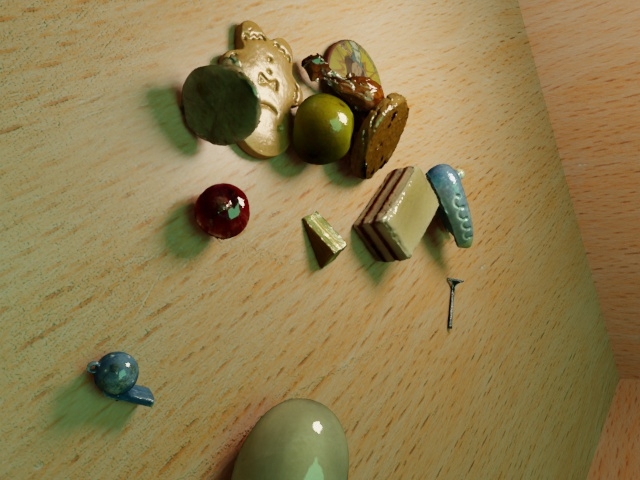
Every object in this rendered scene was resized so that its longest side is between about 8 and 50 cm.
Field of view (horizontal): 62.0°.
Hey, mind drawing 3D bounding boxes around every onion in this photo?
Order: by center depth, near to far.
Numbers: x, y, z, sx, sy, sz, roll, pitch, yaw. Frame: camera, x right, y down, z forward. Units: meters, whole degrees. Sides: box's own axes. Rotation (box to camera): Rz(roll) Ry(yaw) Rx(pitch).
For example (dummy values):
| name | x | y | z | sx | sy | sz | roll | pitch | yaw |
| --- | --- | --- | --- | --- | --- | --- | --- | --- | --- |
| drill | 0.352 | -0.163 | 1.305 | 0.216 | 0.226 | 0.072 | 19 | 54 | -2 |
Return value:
| name | x | y | z | sx | sy | sz | roll | pitch | yaw |
| --- | --- | --- | --- | --- | --- | --- | --- | --- | --- |
| onion | -0.226 | -0.066 | 1.225 | 0.131 | 0.131 | 0.131 | 9 | 78 | -46 |

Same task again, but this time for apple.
| name | x | y | z | sx | sy | sz | roll | pitch | yaw |
| --- | --- | --- | --- | --- | --- | --- | --- | --- | --- |
| apple | 0.009 | -0.305 | 1.461 | 0.196 | 0.156 | 0.196 | 9 | 90 | -85 |

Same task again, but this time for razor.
| name | x | y | z | sx | sy | sz | roll | pitch | yaw |
| --- | --- | --- | --- | --- | --- | --- | --- | --- | --- |
| razor | 0.498 | 0.238 | 2.011 | 0.066 | 0.033 | 0.190 | 9 | 76 | 0 |

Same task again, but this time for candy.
| name | x | y | z | sx | sy | sz | roll | pitch | yaw |
| --- | --- | --- | --- | --- | --- | --- | --- | --- | --- |
| candy | 0.257 | -0.088 | 1.729 | 0.321 | 0.135 | 0.179 | -53 | 122 | -37 |

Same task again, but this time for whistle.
| name | x | y | z | sx | sy | sz | roll | pitch | yaw |
| --- | --- | --- | --- | --- | --- | --- | --- | --- | --- |
| whistle | -0.381 | 0.264 | 1.038 | 0.158 | 0.090 | 0.090 | 30 | 63 | -40 |

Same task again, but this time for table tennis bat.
| name | x | y | z | sx | sy | sz | roll | pitch | yaw |
| --- | --- | --- | --- | --- | --- | --- | --- | --- | --- |
| table tennis bat | 0.096 | -0.442 | 1.675 | 0.268 | 0.051 | 0.415 | 26 | 63 | -39 |

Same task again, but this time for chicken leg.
| name | x | y | z | sx | sy | sz | roll | pitch | yaw |
| --- | --- | --- | --- | --- | --- | --- | --- | --- | --- |
| chicken leg | 0.073 | -0.457 | 1.572 | 0.304 | 0.093 | 0.113 | 18 | 80 | -33 |

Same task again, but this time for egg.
| name | x | y | z | sx | sy | sz | roll | pitch | yaw |
| --- | --- | --- | --- | --- | --- | --- | --- | --- | --- |
| egg | -0.069 | 0.533 | 1.200 | 0.258 | 0.258 | 0.352 | 42 | 61 | -35 |

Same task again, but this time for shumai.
| name | x | y | z | sx | sy | sz | roll | pitch | yaw |
| --- | --- | --- | --- | --- | --- | --- | --- | --- | --- |
| shumai | -0.223 | -0.328 | 1.245 | 0.201 | 0.201 | 0.120 | 63 | 22 | -19 |

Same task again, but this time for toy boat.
| name | x | y | z | sx | sy | sz | roll | pitch | yaw |
| --- | --- | --- | --- | --- | --- | --- | --- | --- | --- |
| toy boat | 0.481 | -0.135 | 1.902 | 0.215 | 0.123 | 0.330 | -102 | 166 | -61 |

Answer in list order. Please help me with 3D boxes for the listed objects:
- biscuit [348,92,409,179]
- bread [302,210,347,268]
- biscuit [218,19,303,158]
| name | x | y | z | sx | sy | sz | roll | pitch | yaw |
| --- | --- | --- | --- | --- | --- | --- | --- | --- | --- |
| biscuit | 0.177 | -0.319 | 1.634 | 0.296 | 0.075 | 0.296 | -53 | 162 | -25 |
| bread | -0.003 | -0.004 | 1.528 | 0.139 | 0.084 | 0.074 | 47 | 46 | 9 |
| biscuit | -0.150 | -0.391 | 1.403 | 0.275 | 0.052 | 0.355 | 17 | 71 | -44 |
